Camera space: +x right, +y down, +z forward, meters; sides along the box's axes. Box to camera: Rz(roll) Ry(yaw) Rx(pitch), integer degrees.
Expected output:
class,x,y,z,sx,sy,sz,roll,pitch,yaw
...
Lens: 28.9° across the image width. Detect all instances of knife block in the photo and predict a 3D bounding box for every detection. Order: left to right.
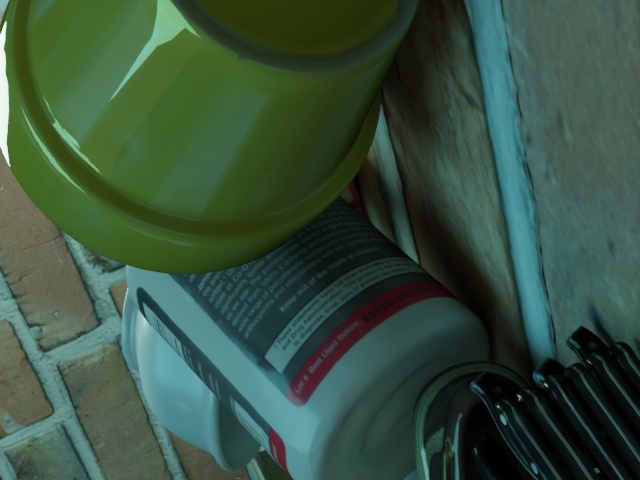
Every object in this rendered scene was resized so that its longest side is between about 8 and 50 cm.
class,x,y,z,sx,sy,sz,roll,pitch,yaw
knife block,0.177,0.187,0.652,0.275,0.088,0.242,67,170,-6

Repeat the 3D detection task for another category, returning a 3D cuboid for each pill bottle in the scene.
class,x,y,z,sx,sy,sz,roll,pitch,yaw
pill bottle,-0.037,0.036,0.955,0.318,0.176,0.176,42,158,33

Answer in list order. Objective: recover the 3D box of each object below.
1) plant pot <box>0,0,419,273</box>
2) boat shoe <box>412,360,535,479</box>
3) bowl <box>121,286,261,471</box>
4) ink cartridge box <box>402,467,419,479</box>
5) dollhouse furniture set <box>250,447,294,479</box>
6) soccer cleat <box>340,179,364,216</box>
class,x,y,z,sx,sy,sz,roll,pitch,yaw
plant pot,-0.061,-0.129,0.761,0.254,0.254,0.239,65,154,7
boat shoe,0.140,0.248,0.797,0.123,0.123,0.342,156,102,-87
bowl,-0.115,0.076,1.273,0.298,0.134,0.298,10,-90,-78
ink cartridge box,0.129,0.249,0.993,0.189,0.097,0.255,79,164,-49
dollhouse furniture set,0.017,0.284,1.432,0.212,0.161,0.242,62,168,21
soccer cleat,0.000,0.000,1.137,0.095,0.083,0.248,54,162,30
